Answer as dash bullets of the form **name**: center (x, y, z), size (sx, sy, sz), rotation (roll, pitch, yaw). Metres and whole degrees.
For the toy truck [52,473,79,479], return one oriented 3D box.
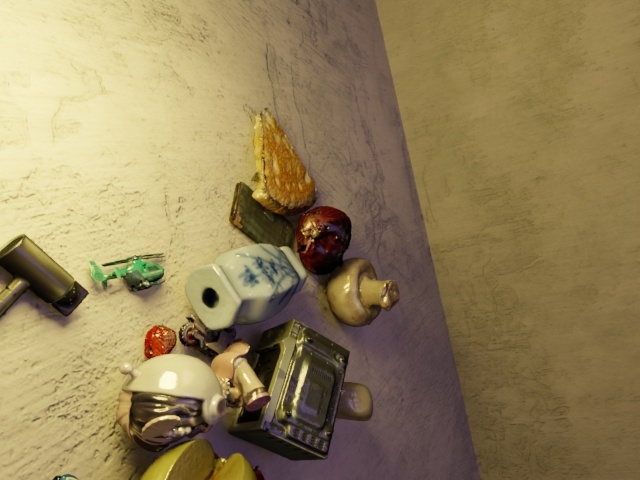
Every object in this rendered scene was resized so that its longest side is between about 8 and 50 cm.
- **toy truck**: center (-0.519, 0.526, 1.001), size (0.056, 0.090, 0.073), rotation (48, 43, -40)

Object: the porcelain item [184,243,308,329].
- **porcelain item**: center (-0.205, 0.128, 1.482), size (0.242, 0.178, 0.405), rotation (55, 28, 10)

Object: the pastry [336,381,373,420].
- **pastry**: center (0.066, 0.583, 1.763), size (0.265, 0.265, 0.133), rotation (26, 62, -52)

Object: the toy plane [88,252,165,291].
- **toy plane**: center (-0.478, 0.082, 1.235), size (0.235, 0.060, 0.096), rotation (-9, 81, -61)

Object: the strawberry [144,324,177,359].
- **strawberry**: center (-0.417, 0.266, 1.257), size (0.083, 0.083, 0.096), rotation (58, 46, -30)

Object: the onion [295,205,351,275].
- **onion**: center (0.006, 0.002, 1.881), size (0.281, 0.222, 0.280), rotation (15, 90, -74)

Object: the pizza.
- **pizza**: center (-0.154, -0.229, 1.785), size (0.434, 0.080, 0.391), rotation (56, 28, -28)

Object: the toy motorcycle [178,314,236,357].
- **toy motorcycle**: center (-0.315, 0.278, 1.409), size (0.215, 0.080, 0.122), rotation (44, 48, -42)

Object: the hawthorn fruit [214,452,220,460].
- **hawthorn fruit**: center (-0.309, 0.617, 1.259), size (0.140, 0.125, 0.125), rotation (49, 30, 13)

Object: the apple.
- **apple**: center (-0.270, 0.590, 1.063), size (0.291, 0.292, 0.254), rotation (65, 22, -22)

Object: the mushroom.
- **mushroom**: center (0.183, 0.210, 2.010), size (0.298, 0.290, 0.297), rotation (22, 63, -52)

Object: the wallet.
- **wallet**: center (-0.202, -0.060, 1.723), size (0.317, 0.044, 0.168), rotation (42, 46, -45)

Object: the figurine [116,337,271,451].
- **figurine**: center (-0.330, 0.381, 1.215), size (0.362, 0.253, 0.210), rotation (-3, 66, -52)

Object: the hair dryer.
- **hair dryer**: center (-0.627, 0.139, 0.991), size (0.195, 0.078, 0.248), rotation (57, 48, -32)

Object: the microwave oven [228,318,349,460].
- **microwave oven**: center (-0.078, 0.470, 1.522), size (0.286, 0.219, 0.354), rotation (34, 51, -22)

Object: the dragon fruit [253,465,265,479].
- **dragon fruit**: center (-0.204, 0.761, 1.436), size (0.147, 0.096, 0.102), rotation (57, 13, 24)
